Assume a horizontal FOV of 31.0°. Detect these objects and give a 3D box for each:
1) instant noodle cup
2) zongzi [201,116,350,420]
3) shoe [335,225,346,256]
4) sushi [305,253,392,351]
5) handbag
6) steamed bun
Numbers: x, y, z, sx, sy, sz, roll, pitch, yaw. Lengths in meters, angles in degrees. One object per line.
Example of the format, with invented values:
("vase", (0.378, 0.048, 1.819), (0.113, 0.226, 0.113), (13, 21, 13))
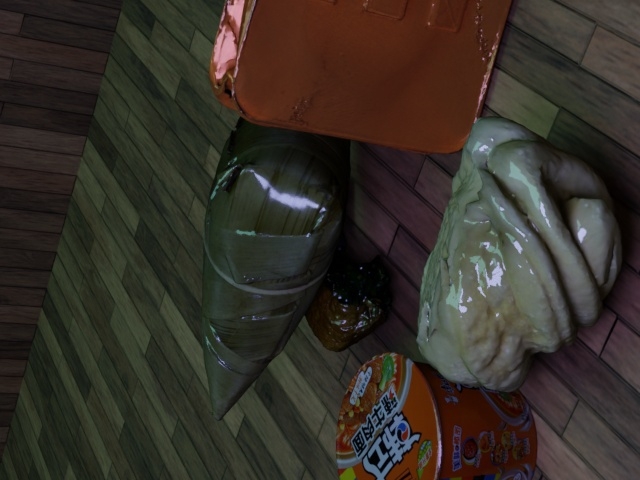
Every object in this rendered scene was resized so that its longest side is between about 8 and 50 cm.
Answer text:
("instant noodle cup", (0.165, 0.283, 1.611), (0.250, 0.192, 0.250), (-16, 71, 56))
("zongzi", (-0.094, -0.023, 1.911), (0.500, 0.218, 0.467), (-78, 11, -58))
("shoe", (0.000, 0.000, 2.040), (0.112, 0.099, 0.227), (31, 94, 26))
("sushi", (0.046, 0.085, 1.896), (0.140, 0.149, 0.287), (-64, 20, 19))
("handbag", (0.059, -0.295, 1.677), (0.116, 0.410, 0.303), (39, 118, 60))
("steamed bun", (0.253, 0.027, 1.479), (0.325, 0.230, 0.372), (-79, 1, -70))
